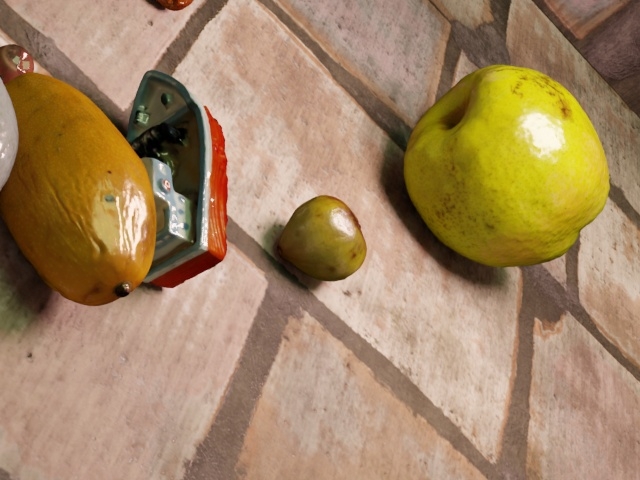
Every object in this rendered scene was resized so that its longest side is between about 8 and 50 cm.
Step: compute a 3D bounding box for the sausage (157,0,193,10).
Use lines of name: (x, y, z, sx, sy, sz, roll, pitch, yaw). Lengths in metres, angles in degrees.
sausage: (-0.246, -0.462, 2.122, 0.076, 0.076, 0.197, 34, 35, -29)

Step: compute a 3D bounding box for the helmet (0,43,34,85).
helmet: (-0.414, -0.241, 1.678, 0.065, 0.049, 0.084, 45, 31, -10)

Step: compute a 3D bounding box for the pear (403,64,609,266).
pear: (0.354, -0.126, 2.326, 0.391, 0.391, 0.391, 35, 34, -28)

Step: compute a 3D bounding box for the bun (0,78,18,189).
bun: (-0.495, -0.130, 1.287, 0.362, 0.211, 0.362, 38, 30, -27)

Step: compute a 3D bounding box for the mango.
mango: (-0.308, -0.071, 1.539, 0.187, 0.144, 0.359, -8, 55, -21)

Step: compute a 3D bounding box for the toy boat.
toy boat: (-0.218, -0.104, 1.706, 0.133, 0.145, 0.331, 35, 37, -42)

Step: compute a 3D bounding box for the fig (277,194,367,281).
fig: (0.010, -0.005, 1.947, 0.153, 0.121, 0.136, 21, 38, -42)
